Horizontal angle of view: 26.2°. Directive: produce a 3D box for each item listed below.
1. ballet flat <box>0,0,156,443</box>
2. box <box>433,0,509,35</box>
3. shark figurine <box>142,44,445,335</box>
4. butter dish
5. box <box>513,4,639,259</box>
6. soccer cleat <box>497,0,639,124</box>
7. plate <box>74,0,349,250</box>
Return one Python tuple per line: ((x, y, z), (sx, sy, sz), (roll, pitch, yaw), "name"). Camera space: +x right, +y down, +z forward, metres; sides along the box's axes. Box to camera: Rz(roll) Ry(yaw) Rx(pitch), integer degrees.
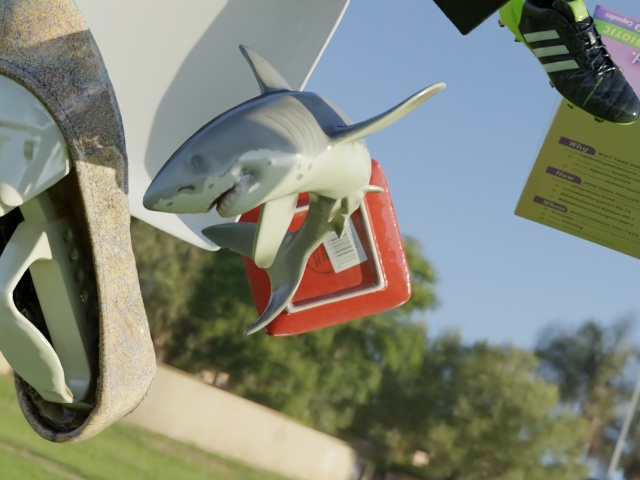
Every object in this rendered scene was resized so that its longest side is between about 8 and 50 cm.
((-0.169, -0.013, 0.829), (0.107, 0.106, 0.316), (0, -64, 28), "ballet flat")
((0.123, -0.189, 0.582), (0.077, 0.180, 0.147), (49, -37, -5), "box")
((-0.022, -0.054, 0.804), (0.116, 0.166, 0.278), (53, -4, 14), "shark figurine")
((0.000, 0.000, 1.417), (0.160, 0.160, 0.118), (-15, 12, 1), "butter dish")
((0.342, -0.097, 1.441), (0.213, 0.117, 0.243), (20, -30, 6), "box")
((0.231, -0.179, 1.258), (0.179, 0.060, 0.072), (50, -37, 21), "soccer cleat")
((-0.153, -0.165, 1.198), (0.277, 0.278, 0.045), (25, 16, -11), "plate")
